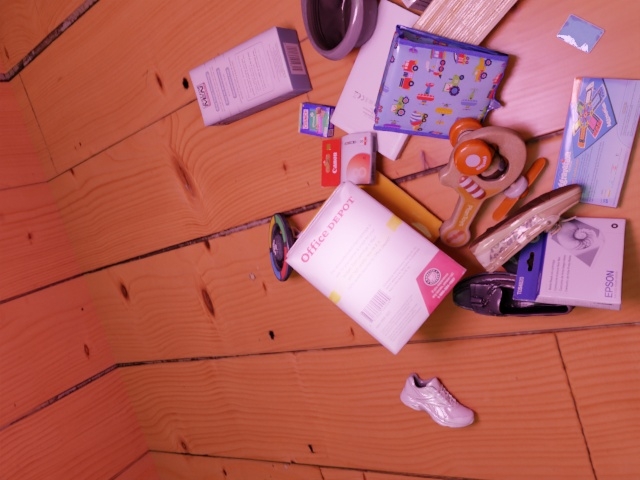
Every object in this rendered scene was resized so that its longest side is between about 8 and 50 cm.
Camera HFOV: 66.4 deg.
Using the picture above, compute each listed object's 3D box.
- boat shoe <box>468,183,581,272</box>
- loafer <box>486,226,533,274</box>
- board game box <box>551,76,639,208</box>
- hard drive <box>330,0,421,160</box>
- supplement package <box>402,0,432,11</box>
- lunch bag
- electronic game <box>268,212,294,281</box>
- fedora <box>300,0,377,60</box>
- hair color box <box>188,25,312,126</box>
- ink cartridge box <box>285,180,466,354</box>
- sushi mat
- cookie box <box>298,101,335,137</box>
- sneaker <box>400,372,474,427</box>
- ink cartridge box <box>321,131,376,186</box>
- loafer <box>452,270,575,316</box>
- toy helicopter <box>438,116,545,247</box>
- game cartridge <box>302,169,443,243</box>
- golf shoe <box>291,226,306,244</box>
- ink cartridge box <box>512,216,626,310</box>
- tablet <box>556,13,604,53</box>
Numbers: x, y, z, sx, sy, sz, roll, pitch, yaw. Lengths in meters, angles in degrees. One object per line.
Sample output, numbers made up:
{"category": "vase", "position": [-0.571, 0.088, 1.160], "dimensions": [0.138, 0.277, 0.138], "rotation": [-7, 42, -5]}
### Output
{"category": "boat shoe", "position": [0.500, -0.031, 1.175], "dimensions": [0.285, 0.104, 0.089], "rotation": [-37, 89, 25]}
{"category": "loafer", "position": [0.508, 0.052, 1.260], "dimensions": [0.078, 0.076, 0.223], "rotation": [-35, 90, 30]}
{"category": "board game box", "position": [0.631, -0.223, 1.117], "dimensions": [0.145, 0.027, 0.281], "rotation": [14, 112, 28]}
{"category": "hard drive", "position": [0.190, -0.429, 1.325], "dimensions": [0.233, 0.047, 0.353], "rotation": [36, 122, 18]}
{"category": "supplement package", "position": [0.276, -0.676, 1.133], "dimensions": [0.244, 0.139, 0.134], "rotation": [-38, 85, 35]}
{"category": "lunch bag", "position": [0.296, -0.362, 1.180], "dimensions": [0.293, 0.138, 0.221], "rotation": [12, 127, -1]}
{"category": "electronic game", "position": [-0.134, 0.022, 1.615], "dimensions": [0.229, 0.048, 0.229], "rotation": [176, 90, -70]}
{"category": "fedora", "position": [0.061, -0.617, 1.280], "dimensions": [0.244, 0.124, 0.275], "rotation": [-9, 95, 55]}
{"category": "hair color box", "position": [-0.226, -0.501, 1.531], "dimensions": [0.375, 0.114, 0.185], "rotation": [-10, 99, 34]}
{"category": "ink cartridge box", "position": [0.146, 0.064, 1.306], "dimensions": [0.385, 0.160, 0.279], "rotation": [40, 99, 13]}
{"category": "sushi mat", "position": [0.321, -0.514, 1.138], "dimensions": [0.151, 0.019, 0.316], "rotation": [35, 129, -10]}
{"category": "cookie box", "position": [-0.012, -0.366, 1.479], "dimensions": [0.107, 0.040, 0.091], "rotation": [17, 114, 29]}
{"category": "sneaker", "position": [0.356, 0.479, 1.486], "dimensions": [0.232, 0.090, 0.115], "rotation": [17, 110, 27]}
{"category": "ink cartridge box", "position": [0.071, -0.228, 1.390], "dimensions": [0.179, 0.045, 0.145], "rotation": [1, 90, 29]}
{"category": "loafer", "position": [0.471, 0.141, 1.215], "dimensions": [0.303, 0.095, 0.109], "rotation": [-5, 112, 31]}
{"category": "toy helicopter", "position": [0.403, -0.120, 1.228], "dimensions": [0.235, 0.140, 0.355], "rotation": [11, 130, -3]}
{"category": "game cartridge", "position": [0.151, -0.032, 1.418], "dimensions": [0.324, 0.053, 0.285], "rotation": [41, 100, 13]}
{"category": "golf shoe", "position": [0.000, 0.000, 1.554], "dimensions": [0.273, 0.105, 0.120], "rotation": [-11, 94, 35]}
{"category": "ink cartridge box", "position": [0.577, 0.045, 1.139], "dimensions": [0.224, 0.223, 0.045], "rotation": [2, 149, 32]}
{"category": "tablet", "position": [0.578, -0.461, 1.088], "dimensions": [0.083, 0.006, 0.054], "rotation": [38, 121, 17]}
